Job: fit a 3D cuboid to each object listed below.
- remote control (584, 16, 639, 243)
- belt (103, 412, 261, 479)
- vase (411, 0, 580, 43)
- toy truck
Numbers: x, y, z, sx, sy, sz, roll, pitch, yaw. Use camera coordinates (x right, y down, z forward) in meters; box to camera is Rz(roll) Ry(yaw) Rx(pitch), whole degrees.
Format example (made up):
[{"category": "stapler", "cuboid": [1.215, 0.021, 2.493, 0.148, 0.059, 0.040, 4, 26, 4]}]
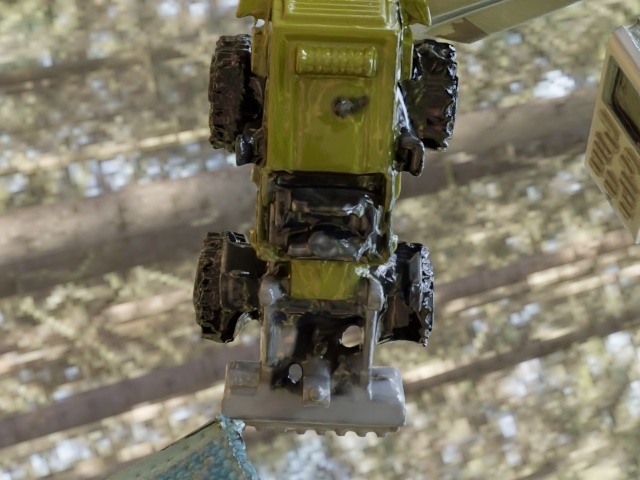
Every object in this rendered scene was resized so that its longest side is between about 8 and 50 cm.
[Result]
[{"category": "remote control", "cuboid": [0.298, -0.096, 1.631, 0.103, 0.055, 0.277, 60, -8, 21]}, {"category": "belt", "cuboid": [-0.020, 0.167, 0.648, 0.148, 0.082, 0.163, 66, -5, -29]}, {"category": "vase", "cuboid": [0.129, -0.192, 0.986, 0.360, 0.165, 0.165, -160, -118, -70]}, {"category": "toy truck", "cuboid": [0.000, 0.000, 0.931, 0.111, 0.136, 0.286, -88, -179, -64]}]
